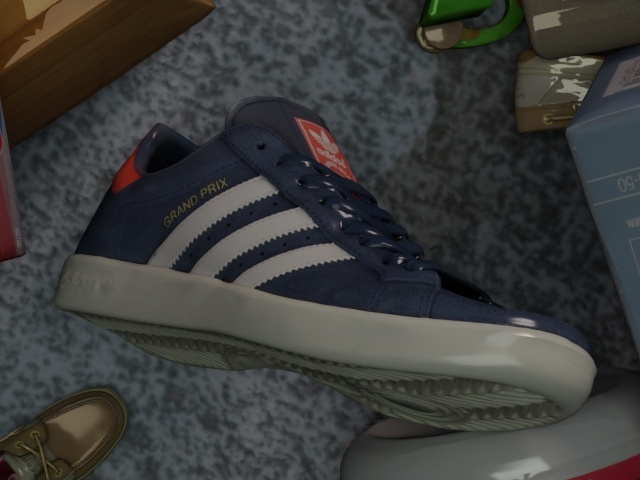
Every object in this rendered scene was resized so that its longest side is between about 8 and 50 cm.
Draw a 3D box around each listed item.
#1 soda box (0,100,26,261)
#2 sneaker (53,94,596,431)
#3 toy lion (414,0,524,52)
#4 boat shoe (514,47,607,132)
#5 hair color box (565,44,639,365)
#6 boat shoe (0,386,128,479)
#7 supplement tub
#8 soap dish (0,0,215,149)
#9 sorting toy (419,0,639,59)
[{"bbox_3d":[-0.216,-0.112,0.810,0.083,0.092,0.263,-9,93,0],"label":"soda box"},{"bbox_3d":[0.000,0.000,0.843,0.350,0.131,0.148,10,74,41],"label":"sneaker"},{"bbox_3d":[0.100,-0.168,0.961,0.096,0.034,0.100,-9,92,-8],"label":"toy lion"},{"bbox_3d":[0.197,-0.074,0.949,0.170,0.063,0.059,9,94,9],"label":"boat shoe"},{"bbox_3d":[0.247,0.080,0.847,0.113,0.185,0.375,-15,102,20],"label":"hair color box"},{"bbox_3d":[-0.174,0.137,0.957,0.135,0.045,0.050,-37,91,1],"label":"boat shoe"},{"bbox_3d":[0.129,0.221,0.888,0.191,0.191,0.272,-14,91,0],"label":"supplement tub"},{"bbox_3d":[-0.234,-0.192,0.913,0.229,0.118,0.291,-34,92,0],"label":"soap dish"},{"bbox_3d":[0.190,-0.214,0.940,0.347,0.047,0.196,-11,87,-7],"label":"sorting toy"}]
